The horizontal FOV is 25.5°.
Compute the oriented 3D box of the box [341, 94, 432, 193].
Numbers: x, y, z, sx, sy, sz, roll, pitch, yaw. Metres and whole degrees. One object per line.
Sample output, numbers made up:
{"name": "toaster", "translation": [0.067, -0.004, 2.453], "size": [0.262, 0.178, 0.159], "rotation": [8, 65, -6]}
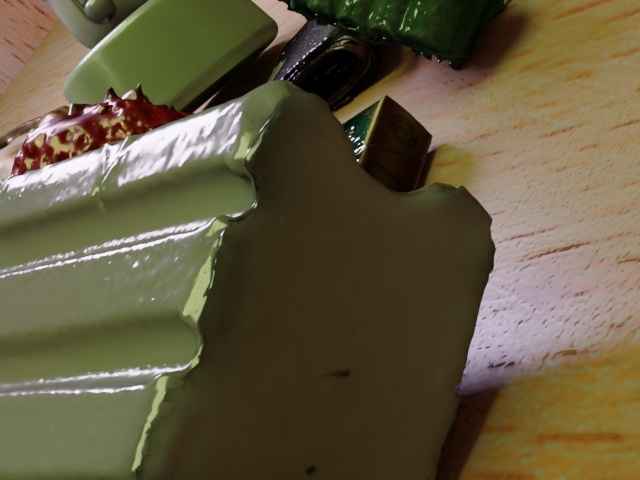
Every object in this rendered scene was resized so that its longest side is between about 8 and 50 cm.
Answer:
{"name": "box", "translation": [0.000, 0.000, 1.232], "size": [0.159, 0.071, 0.240], "rotation": [-33, 27, 42]}

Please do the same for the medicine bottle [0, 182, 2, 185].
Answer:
{"name": "medicine bottle", "translation": [-0.463, 0.121, 1.685], "size": [0.213, 0.213, 0.378], "rotation": [-26, 41, 47]}

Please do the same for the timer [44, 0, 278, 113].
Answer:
{"name": "timer", "translation": [-0.259, -0.300, 1.843], "size": [0.291, 0.315, 0.291], "rotation": [-40, 3, 3]}

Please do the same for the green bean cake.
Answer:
{"name": "green bean cake", "translation": [0.080, -0.235, 1.358], "size": [0.208, 0.193, 0.107], "rotation": [23, 96, 27]}

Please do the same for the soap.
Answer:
{"name": "soap", "translation": [-0.118, 0.109, 1.005], "size": [0.435, 0.213, 0.350], "rotation": [-15, 51, 52]}

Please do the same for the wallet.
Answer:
{"name": "wallet", "translation": [0.005, -0.223, 1.626], "size": [0.262, 0.071, 0.221], "rotation": [-37, 24, 46]}

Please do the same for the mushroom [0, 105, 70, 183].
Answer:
{"name": "mushroom", "translation": [-0.373, -0.092, 2.002], "size": [0.253, 0.153, 0.253], "rotation": [-20, 33, 14]}

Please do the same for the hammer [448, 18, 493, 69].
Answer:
{"name": "hammer", "translation": [0.207, -0.282, 1.375], "size": [0.292, 0.029, 0.058], "rotation": [-55, 19, -10]}

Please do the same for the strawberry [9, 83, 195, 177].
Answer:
{"name": "strawberry", "translation": [-0.182, -0.006, 1.413], "size": [0.257, 0.257, 0.277], "rotation": [-33, 59, 38]}
